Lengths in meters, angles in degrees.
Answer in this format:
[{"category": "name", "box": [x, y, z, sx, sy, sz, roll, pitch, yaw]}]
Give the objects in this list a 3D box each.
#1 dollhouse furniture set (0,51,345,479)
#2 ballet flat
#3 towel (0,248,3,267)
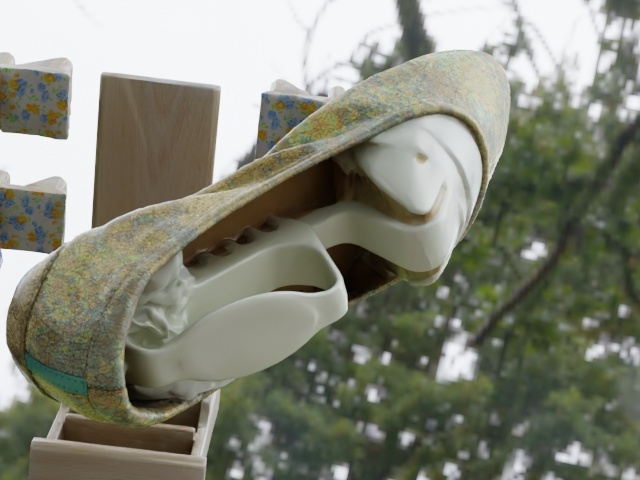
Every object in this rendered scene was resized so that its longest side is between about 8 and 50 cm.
[{"category": "dollhouse furniture set", "box": [-0.176, 0.039, 1.568, 0.362, 0.394, 0.256, 7, 22, 0]}, {"category": "ballet flat", "box": [0.000, 0.000, 0.855, 0.123, 0.348, 0.123, 41, -34, 36]}, {"category": "towel", "box": [-0.322, 0.083, 0.875, 0.076, 0.228, 0.308, 39, 12, 9]}]
